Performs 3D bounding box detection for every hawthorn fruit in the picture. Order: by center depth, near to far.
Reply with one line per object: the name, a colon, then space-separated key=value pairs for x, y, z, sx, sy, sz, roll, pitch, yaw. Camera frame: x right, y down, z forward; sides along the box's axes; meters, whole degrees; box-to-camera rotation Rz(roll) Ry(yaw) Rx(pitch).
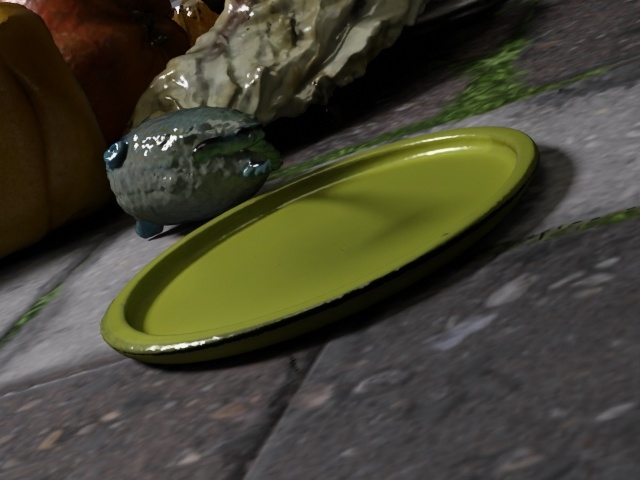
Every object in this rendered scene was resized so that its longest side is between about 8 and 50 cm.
hawthorn fruit: x=-0.200 y=-0.151 z=1.357 sx=0.189 sy=0.189 sz=0.189 roll=-22 pitch=16 yaw=7

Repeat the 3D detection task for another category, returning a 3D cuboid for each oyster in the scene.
oyster: x=-0.010 y=-0.147 z=1.182 sx=0.201 sy=0.107 sz=0.354 roll=-15 pitch=18 yaw=40

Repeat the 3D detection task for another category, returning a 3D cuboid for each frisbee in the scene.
frisbee: x=0.000 y=0.000 z=0.844 sx=0.236 sy=0.017 sz=0.236 roll=-22 pitch=16 yaw=6

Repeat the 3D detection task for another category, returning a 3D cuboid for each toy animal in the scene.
toy animal: x=-0.061 y=-0.042 z=0.948 sx=0.079 sy=0.070 sz=0.253 roll=-39 pitch=15 yaw=-16

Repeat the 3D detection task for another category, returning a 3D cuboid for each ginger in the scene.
ginger: x=-0.056 y=-0.218 z=1.543 sx=0.162 sy=0.073 sz=0.103 roll=-12 pitch=32 yaw=16

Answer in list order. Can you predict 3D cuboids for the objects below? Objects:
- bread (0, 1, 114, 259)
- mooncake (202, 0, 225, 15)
bread: x=-0.294 y=-0.042 z=1.125 sx=0.294 sy=0.167 sz=0.132 roll=-25 pitch=16 yaw=-6
mooncake: x=-0.021 y=-0.339 z=1.399 sx=0.324 sy=0.324 sz=0.187 roll=-30 pitch=0 yaw=-20
